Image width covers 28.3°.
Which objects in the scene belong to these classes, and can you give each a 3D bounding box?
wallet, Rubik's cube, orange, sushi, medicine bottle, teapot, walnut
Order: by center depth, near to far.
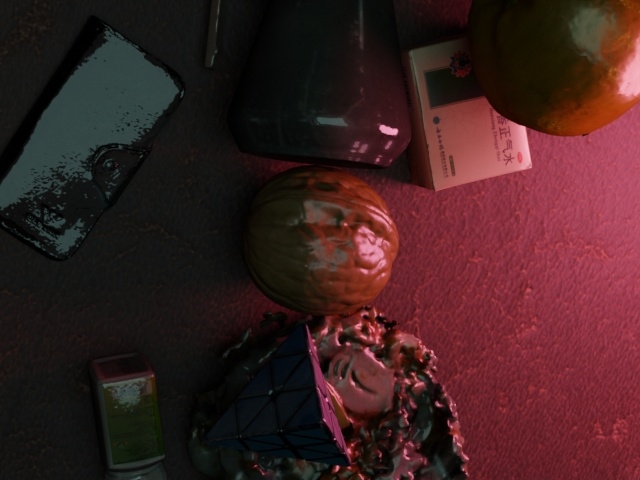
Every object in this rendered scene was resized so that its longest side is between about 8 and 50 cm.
[{"bbox_3d":[-0.023,0.201,1.658,0.211,0.178,0.190,8,84,-18],"label":"Rubik's cube"},{"bbox_3d":[0.324,-0.278,1.707,0.235,0.279,0.279,11,95,-38],"label":"orange"},{"bbox_3d":[-0.011,-0.279,1.744,0.300,0.253,0.343,6,89,15],"label":"teapot"},{"bbox_3d":[-0.331,-0.133,1.754,0.172,0.045,0.318,35,89,-16],"label":"wallet"},{"bbox_3d":[0.000,0.000,1.783,0.228,0.228,0.227,-2,99,-16],"label":"walnut"},{"bbox_3d":[-0.270,0.265,1.784,0.088,0.132,0.188,-9,102,-16],"label":"medicine bottle"},{"bbox_3d":[0.010,0.282,1.843,0.418,0.176,0.417,-2,97,-13],"label":"sushi"}]

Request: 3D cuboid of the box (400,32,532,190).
[{"bbox_3d":[0.208,-0.195,1.878,0.168,0.095,0.211,-15,102,-16],"label":"box"}]
